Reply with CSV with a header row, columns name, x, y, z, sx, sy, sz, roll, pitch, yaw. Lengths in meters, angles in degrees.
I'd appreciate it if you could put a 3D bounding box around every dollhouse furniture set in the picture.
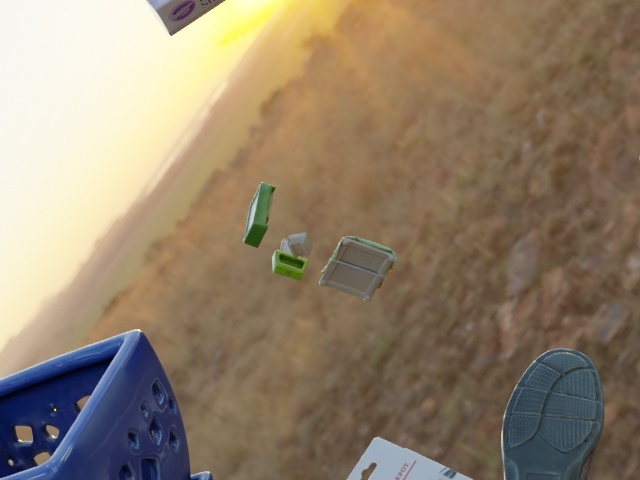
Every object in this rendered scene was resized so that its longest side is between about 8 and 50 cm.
name,x,y,z,sx,sy,sz,roll,pitch,yaw
dollhouse furniture set,0.000,0.000,1.399,0.058,0.152,0.076,-80,13,-45

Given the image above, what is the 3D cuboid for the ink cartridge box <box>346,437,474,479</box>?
name,x,y,z,sx,sy,sz,roll,pitch,yaw
ink cartridge box,0.054,0.144,0.736,0.048,0.083,0.028,-52,-27,-30

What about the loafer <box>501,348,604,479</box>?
name,x,y,z,sx,sy,sz,roll,pitch,yaw
loafer,0.218,0.231,1.361,0.084,0.096,0.267,88,-165,-50

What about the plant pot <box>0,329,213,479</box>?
name,x,y,z,sx,sy,sz,roll,pitch,yaw
plant pot,-0.246,0.256,1.340,0.236,0.212,0.236,-20,22,24

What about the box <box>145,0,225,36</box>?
name,x,y,z,sx,sy,sz,roll,pitch,yaw
box,-0.029,-0.313,1.314,0.324,0.063,0.067,-34,-18,-3
